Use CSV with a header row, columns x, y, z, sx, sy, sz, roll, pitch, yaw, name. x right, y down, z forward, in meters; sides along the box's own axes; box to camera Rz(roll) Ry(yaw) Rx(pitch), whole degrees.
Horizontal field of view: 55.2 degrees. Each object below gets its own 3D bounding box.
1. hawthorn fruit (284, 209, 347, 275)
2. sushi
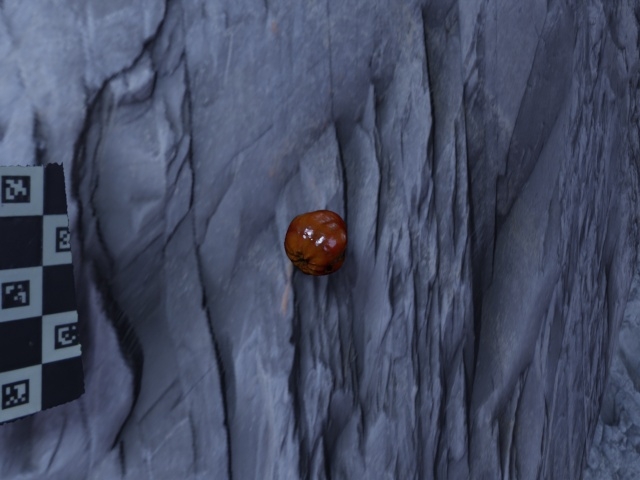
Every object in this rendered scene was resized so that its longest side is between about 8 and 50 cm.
x,y,z,sx,sy,sz,roll,pitch,yaw,name
0.000,0.000,0.786,0.093,0.093,0.093,-3,94,-48,hawthorn fruit
-0.294,0.049,0.482,0.192,0.050,0.215,-13,109,-47,sushi
